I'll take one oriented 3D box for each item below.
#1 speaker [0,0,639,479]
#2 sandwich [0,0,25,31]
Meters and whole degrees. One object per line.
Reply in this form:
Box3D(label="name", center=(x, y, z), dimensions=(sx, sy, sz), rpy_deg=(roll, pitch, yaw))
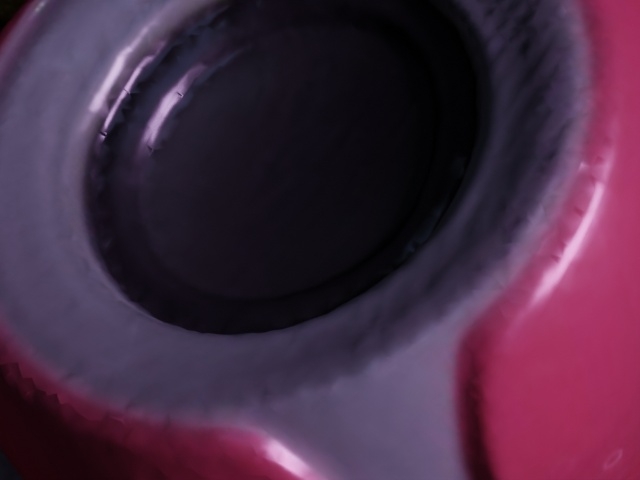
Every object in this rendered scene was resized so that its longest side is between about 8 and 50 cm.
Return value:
Box3D(label="speaker", center=(0.000, 0.000, 0.632), dimensions=(0.294, 0.294, 0.294), rpy_deg=(0, 60, 0))
Box3D(label="sandwich", center=(-0.086, -0.135, 0.808), dimensions=(0.185, 0.109, 0.160), rpy_deg=(4, 41, 4))
